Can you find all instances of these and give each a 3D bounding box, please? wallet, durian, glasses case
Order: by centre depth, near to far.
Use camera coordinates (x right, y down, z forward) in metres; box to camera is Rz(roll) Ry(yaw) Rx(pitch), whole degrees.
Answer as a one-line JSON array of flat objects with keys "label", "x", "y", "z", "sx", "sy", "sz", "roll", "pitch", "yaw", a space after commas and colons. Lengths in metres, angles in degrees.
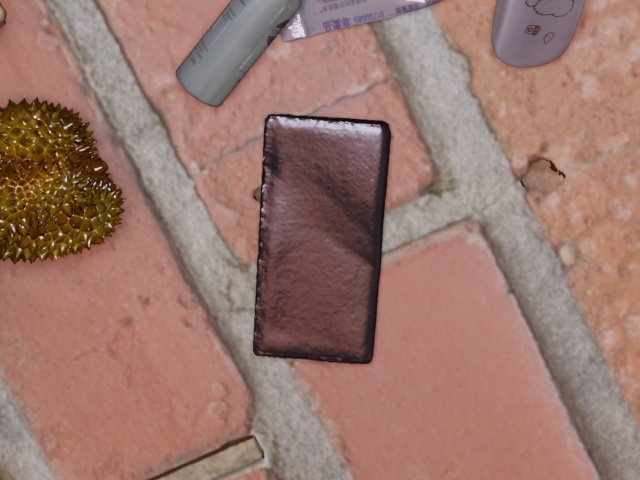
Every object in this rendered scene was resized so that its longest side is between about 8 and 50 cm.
[{"label": "glasses case", "x": 0.200, "y": -0.233, "z": 1.247, "sx": 0.074, "sy": 0.049, "sz": 0.193, "roll": -5, "pitch": 140, "yaw": -12}, {"label": "durian", "x": -0.273, "y": -0.057, "z": 1.338, "sx": 0.168, "sy": 0.137, "sz": 0.158, "roll": -13, "pitch": 71, "yaw": 11}, {"label": "wallet", "x": 0.000, "y": 0.000, "z": 1.375, "sx": 0.124, "sy": 0.025, "sz": 0.244, "roll": 4, "pitch": 102, "yaw": 5}]

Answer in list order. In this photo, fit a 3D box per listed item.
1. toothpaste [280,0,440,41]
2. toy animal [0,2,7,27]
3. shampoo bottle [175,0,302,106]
[{"label": "toothpaste", "x": 0.083, "y": -0.267, "z": 1.293, "sx": 0.282, "sy": 0.068, "sz": 0.099, "roll": -11, "pitch": 74, "yaw": 15}, {"label": "toy animal", "x": -0.379, "y": -0.204, "z": 1.271, "sx": 0.168, "sy": 0.233, "sz": 0.121, "roll": -37, "pitch": 102, "yaw": 4}, {"label": "shampoo bottle", "x": -0.058, "y": -0.212, "z": 1.305, "sx": 0.056, "sy": 0.056, "sz": 0.195, "roll": 40, "pitch": 112, "yaw": -4}]
